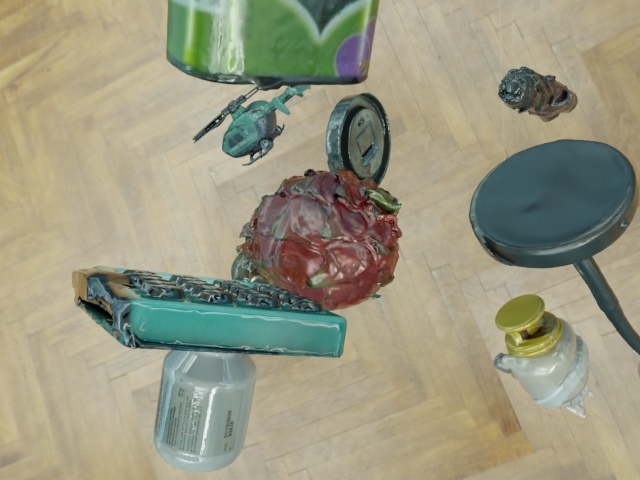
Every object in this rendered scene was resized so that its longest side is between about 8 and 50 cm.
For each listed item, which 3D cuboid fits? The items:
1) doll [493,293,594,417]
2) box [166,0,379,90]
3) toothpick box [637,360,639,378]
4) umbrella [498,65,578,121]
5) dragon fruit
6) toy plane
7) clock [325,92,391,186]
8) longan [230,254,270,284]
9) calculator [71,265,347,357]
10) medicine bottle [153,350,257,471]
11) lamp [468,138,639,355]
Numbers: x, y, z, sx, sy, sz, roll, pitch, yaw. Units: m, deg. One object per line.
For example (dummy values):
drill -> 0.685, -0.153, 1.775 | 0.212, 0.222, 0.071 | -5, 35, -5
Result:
doll -> 0.200, 0.112, 0.605 | 0.084, 0.073, 0.127 | -21, 114, 36
box -> -0.012, -0.262, 0.363 | 0.097, 0.134, 0.345 | 41, 131, 49
toothpick box -> 0.520, 0.224, 0.938 | 0.099, 0.149, 0.098 | 4, 118, 7
umbrella -> 0.458, -0.300, 1.382 | 0.094, 0.326, 0.090 | -32, 74, 34
dragon fruit -> 0.000, 0.000, 1.132 | 0.299, 0.244, 0.244 | 2, 85, 35
toy plane -> -0.154, -0.305, 1.648 | 0.382, 0.106, 0.155 | -27, 117, 41
clock -> 0.084, -0.209, 1.429 | 0.042, 0.215, 0.214 | 6, 86, 34
longan -> -0.134, 0.058, 1.367 | 0.113, 0.113, 0.092 | -44, 79, 7
calculator -> -0.129, 0.070, 0.724 | 0.249, 0.274, 0.058 | 8, 91, -27
medicine bottle -> -0.161, 0.205, 0.953 | 0.135, 0.135, 0.215 | 15, 104, 17
lamp -> 0.266, 0.081, 0.511 | 0.130, 0.108, 0.371 | -43, 106, -8
